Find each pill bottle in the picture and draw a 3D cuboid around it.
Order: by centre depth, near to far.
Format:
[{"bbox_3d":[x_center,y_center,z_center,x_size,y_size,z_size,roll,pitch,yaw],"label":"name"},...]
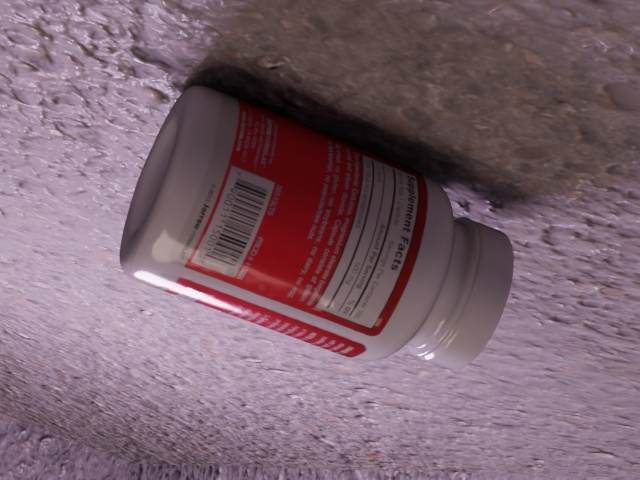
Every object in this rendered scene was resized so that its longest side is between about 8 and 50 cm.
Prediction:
[{"bbox_3d":[0.000,0.000,1.601,0.408,0.229,0.229,21,160,-16],"label":"pill bottle"}]
